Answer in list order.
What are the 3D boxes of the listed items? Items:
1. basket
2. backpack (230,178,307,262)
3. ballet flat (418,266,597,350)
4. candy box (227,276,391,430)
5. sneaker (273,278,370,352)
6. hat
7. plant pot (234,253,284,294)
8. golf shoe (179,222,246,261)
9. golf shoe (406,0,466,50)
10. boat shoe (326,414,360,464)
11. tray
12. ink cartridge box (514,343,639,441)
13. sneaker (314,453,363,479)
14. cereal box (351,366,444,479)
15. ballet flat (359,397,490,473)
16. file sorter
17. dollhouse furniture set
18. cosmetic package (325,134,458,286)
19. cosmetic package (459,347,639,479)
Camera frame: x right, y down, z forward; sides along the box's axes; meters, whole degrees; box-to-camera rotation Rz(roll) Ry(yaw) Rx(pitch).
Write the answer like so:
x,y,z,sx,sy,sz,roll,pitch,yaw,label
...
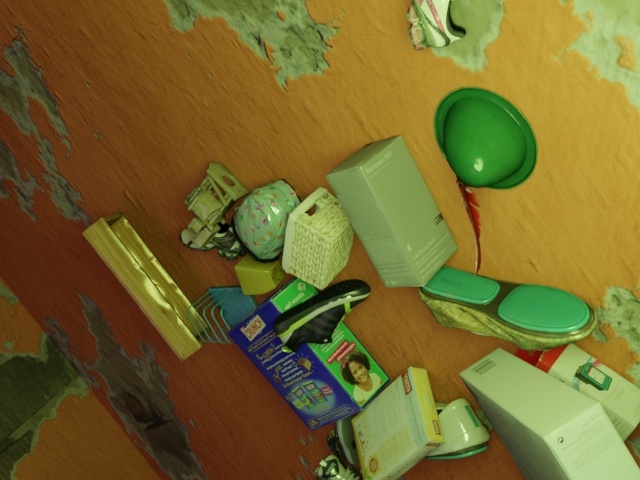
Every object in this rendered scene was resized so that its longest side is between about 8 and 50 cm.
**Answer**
x,y,z,sx,sy,sz,roll,pitch,yaw,label
0.000,0.000,1.605,0.103,0.113,0.167,31,141,17,basket
-0.108,-0.041,1.681,0.152,0.115,0.182,49,142,5,backpack
0.318,0.128,1.379,0.348,0.123,0.123,14,132,46,ballet flat
-0.034,0.263,1.874,0.317,0.122,0.268,49,145,-1,candy box
0.013,0.163,1.697,0.234,0.084,0.097,-27,104,18,sneaker
0.212,-0.105,1.212,0.208,0.183,0.173,34,142,20,hat
-0.131,0.073,1.846,0.083,0.081,0.082,3,125,32,plant pot
-0.254,-0.019,1.906,0.198,0.077,0.094,12,120,32,golf shoe
0.157,-0.366,1.148,0.085,0.067,0.186,-6,121,19,golf shoe
0.049,0.487,2.039,0.083,0.065,0.183,16,134,36,boat shoe
-0.451,0.116,2.139,0.411,0.076,0.203,53,-176,-5,tray
0.432,0.259,1.402,0.231,0.078,0.134,35,142,20,ink cartridge box
0.065,0.634,2.132,0.153,0.094,0.235,48,156,-13,sneaker
0.159,0.402,1.719,0.240,0.047,0.173,-50,37,38,cereal box
0.212,0.427,1.777,0.139,0.139,0.400,52,141,-3,ballet flat
-0.240,0.192,2.047,0.170,0.104,0.118,-6,117,50,file sorter
-0.274,-0.061,1.753,0.101,0.161,0.182,46,122,5,dollhouse furniture set
0.126,-0.049,1.410,0.107,0.127,0.238,-5,120,50,cosmetic package
0.373,0.336,1.236,0.285,0.097,0.377,60,175,-7,cosmetic package
